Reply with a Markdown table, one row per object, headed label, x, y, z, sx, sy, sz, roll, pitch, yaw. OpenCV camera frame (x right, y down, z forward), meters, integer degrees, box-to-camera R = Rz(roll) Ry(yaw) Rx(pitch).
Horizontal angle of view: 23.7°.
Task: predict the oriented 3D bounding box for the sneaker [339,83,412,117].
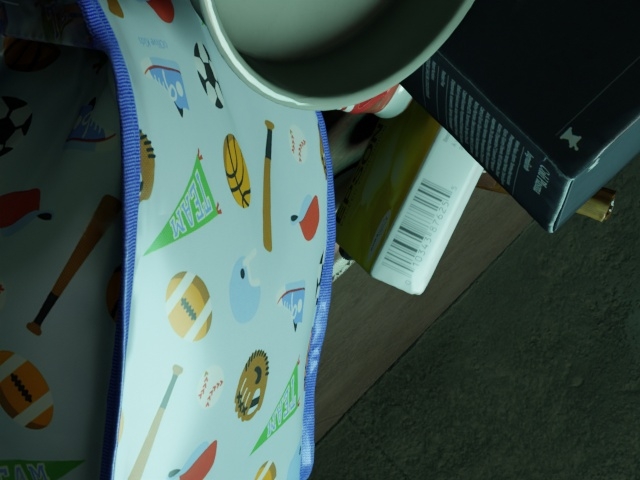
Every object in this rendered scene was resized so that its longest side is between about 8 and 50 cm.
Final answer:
| label | x | y | z | sx | sy | sz | roll | pitch | yaw |
| --- | --- | --- | --- | --- | --- | --- | --- | --- | --- |
| sneaker | 0.051 | -0.209 | 1.378 | 0.128 | 0.087 | 0.221 | -4 | 121 | -40 |

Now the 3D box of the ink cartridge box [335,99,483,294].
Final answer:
| label | x | y | z | sx | sy | sz | roll | pitch | yaw |
| --- | --- | --- | --- | --- | --- | --- | --- | --- | --- |
| ink cartridge box | 0.104 | -0.119 | 1.558 | 0.303 | 0.072 | 0.307 | -66 | -163 | 5 |

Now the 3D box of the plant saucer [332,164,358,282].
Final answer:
| label | x | y | z | sx | sy | sz | roll | pitch | yaw |
| --- | --- | --- | --- | --- | --- | --- | --- | --- | --- |
| plant saucer | 0.000 | 0.000 | 1.982 | 0.310 | 0.050 | 0.310 | -42 | 168 | -11 |

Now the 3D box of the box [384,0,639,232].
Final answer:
| label | x | y | z | sx | sy | sz | roll | pitch | yaw |
| --- | --- | --- | --- | --- | --- | --- | --- | --- | --- |
| box | 0.199 | -0.242 | 1.209 | 0.343 | 0.312 | 0.179 | -42 | 167 | -5 |

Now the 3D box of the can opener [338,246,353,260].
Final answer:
| label | x | y | z | sx | sy | sz | roll | pitch | yaw |
| --- | --- | --- | --- | --- | --- | --- | --- | --- | --- |
| can opener | 0.080 | -0.024 | 1.924 | 0.186 | 0.073 | 0.059 | -42 | 163 | -54 |

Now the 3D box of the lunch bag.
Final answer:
| label | x | y | z | sx | sy | sz | roll | pitch | yaw |
| --- | --- | --- | --- | --- | --- | --- | --- | --- | --- |
| lunch bag | -0.140 | 0.001 | 1.068 | 0.328 | 0.239 | 0.385 | -17 | 118 | -66 |

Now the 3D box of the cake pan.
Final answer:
| label | x | y | z | sx | sy | sz | roll | pitch | yaw |
| --- | --- | --- | --- | --- | --- | --- | --- | --- | --- |
| cake pan | 0.018 | -0.231 | 1.002 | 0.293 | 0.054 | 0.293 | -26 | 131 | -34 |

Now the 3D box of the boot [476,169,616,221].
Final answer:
| label | x | y | z | sx | sy | sz | roll | pitch | yaw |
| --- | --- | --- | --- | --- | --- | --- | --- | --- | --- |
| boot | 0.209 | -0.072 | 1.838 | 0.096 | 0.280 | 0.264 | -67 | 164 | 7 |

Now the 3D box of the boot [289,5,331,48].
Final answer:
| label | x | y | z | sx | sy | sz | roll | pitch | yaw |
| --- | --- | --- | --- | --- | --- | --- | --- | --- | --- |
| boot | -0.033 | -0.192 | 1.070 | 0.059 | 0.084 | 0.158 | -16 | 147 | 24 |
